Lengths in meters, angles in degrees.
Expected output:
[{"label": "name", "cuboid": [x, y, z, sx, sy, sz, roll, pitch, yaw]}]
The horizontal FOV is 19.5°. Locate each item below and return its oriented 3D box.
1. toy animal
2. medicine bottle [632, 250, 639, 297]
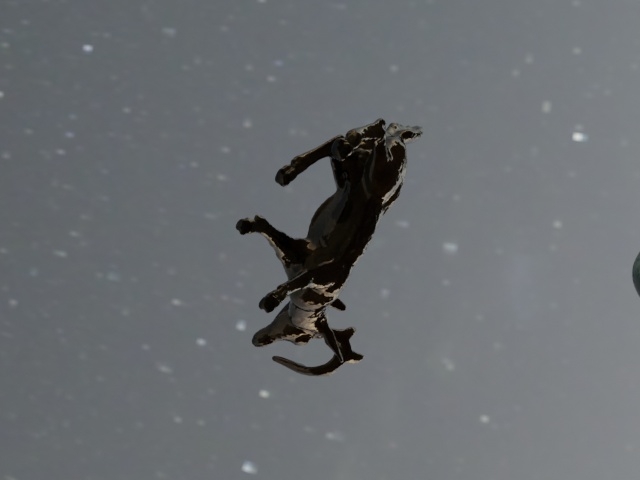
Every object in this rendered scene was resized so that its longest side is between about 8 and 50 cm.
[{"label": "toy animal", "cuboid": [0.013, 0.013, 1.526, 0.243, 0.087, 0.260, -51, -21, 10]}, {"label": "medicine bottle", "cuboid": [0.246, 0.068, 0.938, 0.208, 0.090, 0.053, 45, -128, -23]}]
